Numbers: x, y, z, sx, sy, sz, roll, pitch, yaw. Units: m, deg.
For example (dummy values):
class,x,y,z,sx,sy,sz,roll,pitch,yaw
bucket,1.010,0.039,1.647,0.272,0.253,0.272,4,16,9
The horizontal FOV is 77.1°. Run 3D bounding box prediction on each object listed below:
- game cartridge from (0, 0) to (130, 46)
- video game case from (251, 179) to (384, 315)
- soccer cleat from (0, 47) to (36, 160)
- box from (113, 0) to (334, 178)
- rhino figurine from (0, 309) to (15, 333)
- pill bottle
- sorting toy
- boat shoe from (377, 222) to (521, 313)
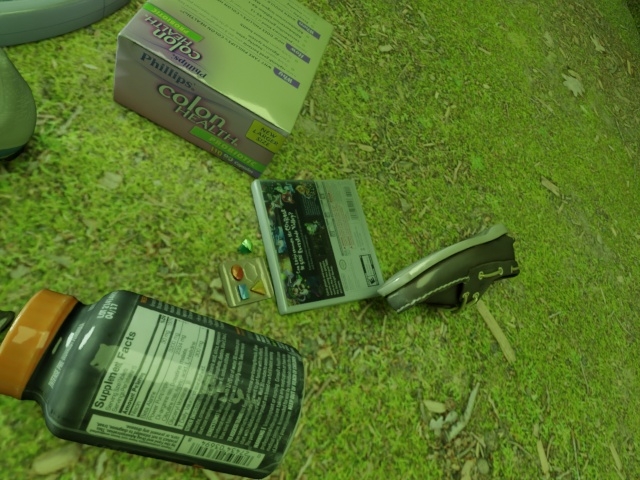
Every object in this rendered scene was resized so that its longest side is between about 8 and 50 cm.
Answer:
class,x,y,z,sx,sy,sz,roll,pitch,yaw
game cartridge,-0.395,-0.333,0.481,0.196,0.060,0.294,52,54,-5
video game case,0.000,0.000,0.581,0.173,0.022,0.191,-5,73,-32
soccer cleat,-0.399,-0.077,0.307,0.116,0.143,0.331,48,54,-3
box,-0.123,-0.251,0.562,0.213,0.117,0.243,27,57,-18
rhino figurine,-0.366,0.118,0.284,0.106,0.073,0.243,41,55,-14
pill bottle,-0.148,0.126,0.372,0.245,0.130,0.131,24,59,-19
sorting toy,-0.097,0.039,0.512,0.061,0.012,0.084,-10,75,-33
boat shoe,0.217,0.054,0.623,0.324,0.116,0.097,-16,77,-43
